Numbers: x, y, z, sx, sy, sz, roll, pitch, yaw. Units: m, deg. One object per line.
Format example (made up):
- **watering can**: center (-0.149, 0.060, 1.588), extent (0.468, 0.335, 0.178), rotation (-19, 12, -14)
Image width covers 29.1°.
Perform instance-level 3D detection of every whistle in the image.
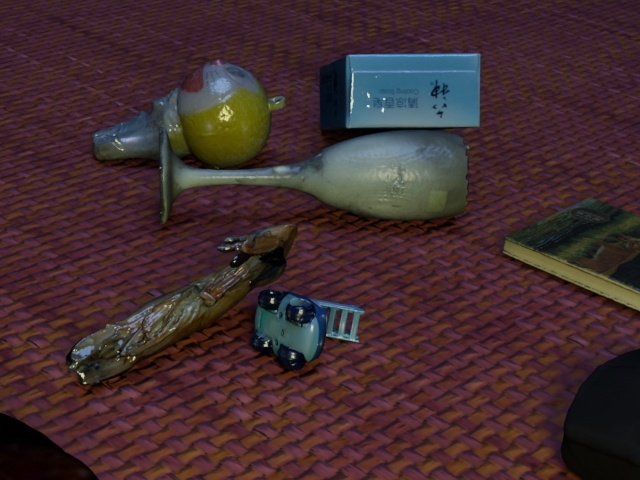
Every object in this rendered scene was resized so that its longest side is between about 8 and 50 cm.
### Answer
- **whistle**: center (-0.148, -0.137, 1.365), extent (0.223, 0.123, 0.123), rotation (-11, 27, 5)

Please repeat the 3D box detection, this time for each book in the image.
- **book**: center (0.314, 0.021, 1.192), extent (0.228, 0.024, 0.160), rotation (25, 32, 37)

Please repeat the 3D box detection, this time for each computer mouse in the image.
- **computer mouse**: center (0.309, 0.150, 0.864), extent (0.170, 0.100, 0.269), rotation (-19, 35, -40)

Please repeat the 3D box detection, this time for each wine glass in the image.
- **wine glass**: center (0.000, 0.000, 1.197), extent (0.310, 0.096, 0.264), rotation (0, 51, -8)

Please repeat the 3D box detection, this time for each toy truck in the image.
- **toy truck**: center (-0.008, 0.070, 1.041), extent (0.090, 0.056, 0.073), rotation (-6, 22, -43)

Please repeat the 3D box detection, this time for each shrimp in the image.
- **shrimp**: center (-0.101, 0.048, 0.996), extent (0.219, 0.152, 0.046), rotation (-29, 83, -31)

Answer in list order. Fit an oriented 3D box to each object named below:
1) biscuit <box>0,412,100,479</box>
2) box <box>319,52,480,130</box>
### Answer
- **biscuit**: center (-0.308, 0.219, 0.684), extent (0.407, 0.091, 0.407), rotation (3, 26, -2)
- **box**: center (0.082, -0.162, 1.375), extent (0.143, 0.083, 0.232), rotation (0, 6, -7)
